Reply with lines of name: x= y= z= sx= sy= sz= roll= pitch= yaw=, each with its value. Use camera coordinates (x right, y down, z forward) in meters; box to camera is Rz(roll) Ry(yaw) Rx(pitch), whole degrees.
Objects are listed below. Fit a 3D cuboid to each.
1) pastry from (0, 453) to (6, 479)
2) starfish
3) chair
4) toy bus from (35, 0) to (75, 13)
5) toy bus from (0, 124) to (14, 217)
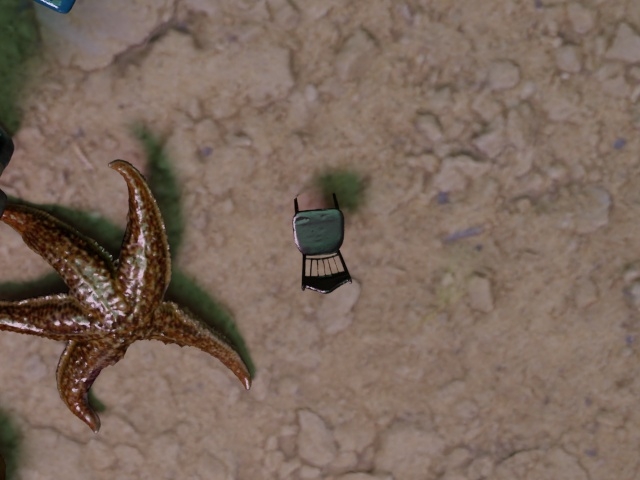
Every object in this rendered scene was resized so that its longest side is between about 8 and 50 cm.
pastry: x=-0.305 y=0.193 z=1.444 sx=0.153 sy=0.081 sz=0.153 roll=-5 pitch=122 yaw=-7
starfish: x=-0.145 y=0.048 z=1.403 sx=0.238 sy=0.057 sz=0.213 roll=26 pitch=117 yaw=-13
chair: x=0.000 y=-0.001 z=1.372 sx=0.037 sy=0.086 sz=0.042 roll=-7 pitch=119 yaw=-2
toy bus: x=-0.162 y=-0.251 z=1.254 sx=0.106 sy=0.090 sz=0.185 roll=25 pitch=112 yaw=-14
toy bus: x=-0.358 y=0.026 z=1.185 sx=0.249 sy=0.440 sz=0.209 roll=-39 pitch=111 yaw=21
